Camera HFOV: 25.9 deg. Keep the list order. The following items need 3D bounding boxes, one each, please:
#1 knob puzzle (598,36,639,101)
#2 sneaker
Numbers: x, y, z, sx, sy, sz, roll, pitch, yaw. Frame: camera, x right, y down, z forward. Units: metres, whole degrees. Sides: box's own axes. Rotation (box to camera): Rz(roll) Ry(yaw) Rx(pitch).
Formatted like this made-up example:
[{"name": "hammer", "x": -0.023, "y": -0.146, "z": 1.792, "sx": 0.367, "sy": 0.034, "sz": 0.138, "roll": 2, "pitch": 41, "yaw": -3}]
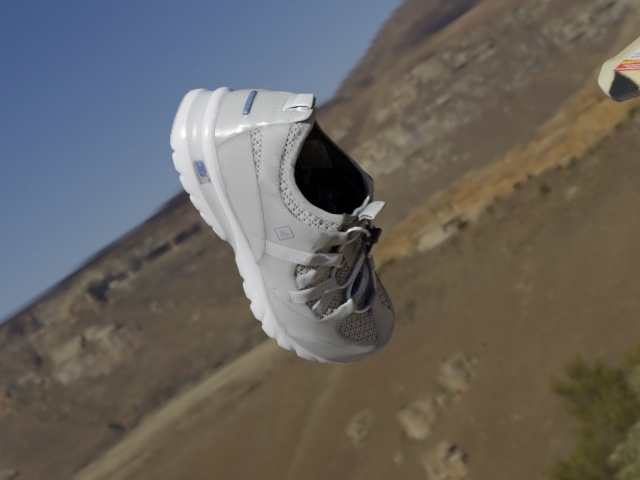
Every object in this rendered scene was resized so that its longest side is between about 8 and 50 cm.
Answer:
[{"name": "knob puzzle", "x": 0.466, "y": -0.237, "z": 1.907, "sx": 0.213, "sy": 0.030, "sz": 0.213, "roll": -23, "pitch": 23, "yaw": 10}, {"name": "sneaker", "x": 0.000, "y": 0.000, "z": 1.018, "sx": 0.115, "sy": 0.281, "sz": 0.105, "roll": -5, "pitch": 51, "yaw": 28}]
